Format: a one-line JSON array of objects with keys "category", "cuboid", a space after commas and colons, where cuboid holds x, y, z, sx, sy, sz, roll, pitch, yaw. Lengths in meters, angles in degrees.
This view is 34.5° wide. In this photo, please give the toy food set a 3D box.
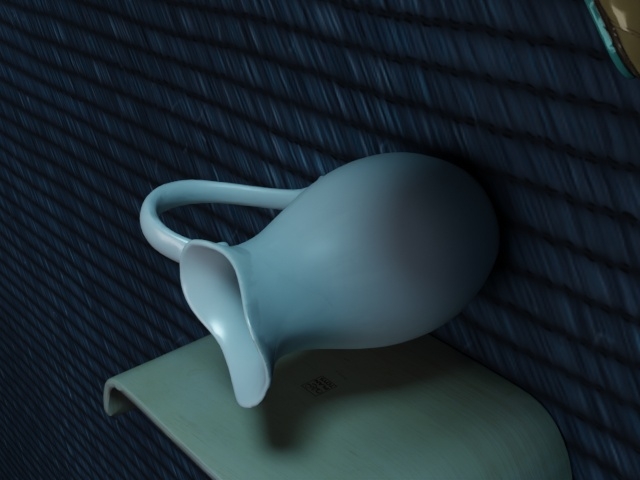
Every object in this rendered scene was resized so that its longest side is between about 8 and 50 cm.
[{"category": "toy food set", "cuboid": [0.000, 0.146, 0.767, 0.306, 0.220, 0.092, 28, 131, 48]}]

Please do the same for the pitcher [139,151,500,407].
[{"category": "pitcher", "cuboid": [0.000, 0.000, 0.688, 0.178, 0.207, 0.125, 50, 145, 30]}]

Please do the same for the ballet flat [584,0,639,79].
[{"category": "ballet flat", "cuboid": [0.134, -0.190, 0.509, 0.073, 0.080, 0.232, -32, 82, 31]}]
